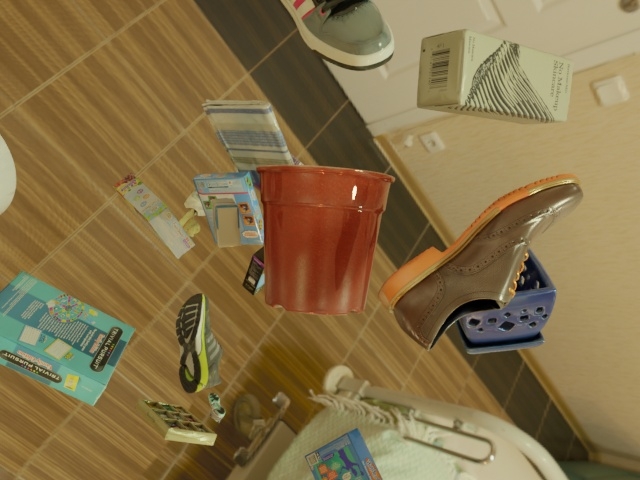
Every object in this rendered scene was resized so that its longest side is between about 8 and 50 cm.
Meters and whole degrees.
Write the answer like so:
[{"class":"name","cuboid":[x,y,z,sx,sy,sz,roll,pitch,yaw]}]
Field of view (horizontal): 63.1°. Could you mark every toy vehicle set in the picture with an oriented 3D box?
[{"class":"toy vehicle set","cuboid":[-0.465,0.576,1.660,0.166,0.266,0.035,25,80,-37]}]

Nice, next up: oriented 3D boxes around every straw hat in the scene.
[{"class":"straw hat","cuboid":[-0.439,-0.044,1.748,0.061,0.144,0.144,41,60,-4]}]

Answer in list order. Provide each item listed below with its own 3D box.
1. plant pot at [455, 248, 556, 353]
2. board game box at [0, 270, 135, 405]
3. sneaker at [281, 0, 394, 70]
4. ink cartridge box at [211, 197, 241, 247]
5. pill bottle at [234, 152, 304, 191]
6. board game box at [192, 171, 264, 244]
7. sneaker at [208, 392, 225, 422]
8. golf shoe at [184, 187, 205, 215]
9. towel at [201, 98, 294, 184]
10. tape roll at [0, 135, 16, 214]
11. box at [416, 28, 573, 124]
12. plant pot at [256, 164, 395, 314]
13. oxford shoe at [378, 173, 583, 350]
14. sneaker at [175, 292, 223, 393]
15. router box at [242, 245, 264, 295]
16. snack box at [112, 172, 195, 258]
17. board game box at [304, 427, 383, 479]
[{"class":"plant pot","cuboid":[0.455,0.159,1.363,0.236,0.235,0.212,-91,172,-59]},{"class":"board game box","cuboid":[-0.677,0.244,1.333,0.336,0.254,0.079,32,109,-15]},{"class":"sneaker","cuboid":[0.006,-0.379,0.703,0.123,0.178,0.296,-28,61,-10]},{"class":"ink cartridge box","cuboid":[-0.214,-0.043,1.178,0.052,0.122,0.089,-5,105,-16]},{"class":"pill bottle","cuboid":[-0.145,-0.232,1.921,0.323,0.181,0.181,40,62,-8]},{"class":"board game box","cuboid":[-0.245,-0.085,1.439,0.039,0.160,0.212,-61,145,-52]},{"class":"sneaker","cuboid":[-0.355,0.562,1.734,0.038,0.098,0.069,3,125,-37]},{"class":"golf shoe","cuboid":[-0.362,-0.107,1.660,0.176,0.086,0.069,39,17,-55]},{"class":"towel","cuboid":[-0.175,-0.256,1.395,0.034,0.209,0.285,-64,148,-32]},{"class":"tape roll","cuboid":[-0.698,-0.114,0.908,0.246,0.246,0.169,61,18,-17]},{"class":"box","cuboid":[0.287,-0.256,0.844,0.275,0.094,0.113,-4,101,-33]},{"class":"plant pot","cuboid":[0.000,0.000,1.027,0.272,0.272,0.265,2,93,-38]},{"class":"oxford shoe","cuboid":[0.274,0.035,0.816,0.363,0.133,0.130,-36,151,3]},{"class":"sneaker","cuboid":[-0.363,0.311,1.593,0.121,0.111,0.300,23,59,-55]},{"class":"router box","cuboid":[-0.110,0.041,1.297,0.046,0.133,0.179,39,49,11]},{"class":"snack box","cuboid":[-0.457,-0.067,1.435,0.070,0.207,0.174,-41,145,-16]},{"class":"board game box","cuboid":[0.069,0.566,1.205,0.047,0.160,0.210,1,56,-50]}]
